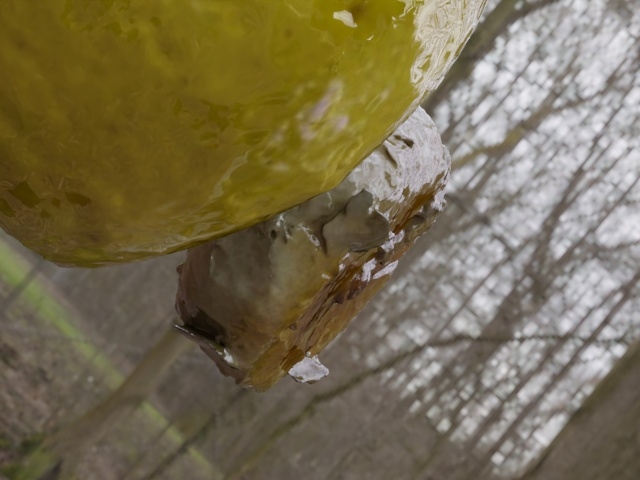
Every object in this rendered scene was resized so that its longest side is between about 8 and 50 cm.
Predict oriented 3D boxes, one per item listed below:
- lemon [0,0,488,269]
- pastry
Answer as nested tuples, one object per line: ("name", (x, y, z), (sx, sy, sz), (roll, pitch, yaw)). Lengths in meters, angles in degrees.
("lemon", (-0.064, -0.180, 0.704), (0.364, 0.364, 0.364), (40, -7, 6))
("pastry", (0.003, -0.002, 0.950), (0.121, 0.236, 0.257), (40, 5, 15))
